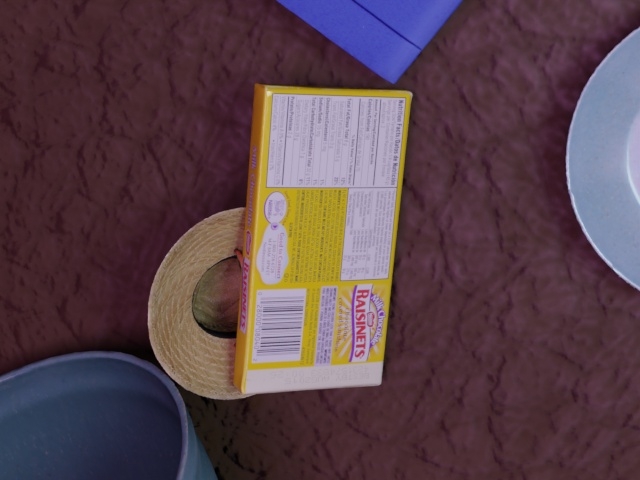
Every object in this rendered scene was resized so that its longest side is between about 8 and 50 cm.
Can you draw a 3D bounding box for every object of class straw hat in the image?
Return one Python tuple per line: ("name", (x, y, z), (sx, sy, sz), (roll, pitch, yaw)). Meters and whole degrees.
("straw hat", (-0.062, 0.035, 0.814), (0.144, 0.061, 0.144), (-9, 109, -27))

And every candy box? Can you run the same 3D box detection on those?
("candy box", (0.000, 0.000, 0.783), (0.105, 0.027, 0.206), (-1, 105, -26))

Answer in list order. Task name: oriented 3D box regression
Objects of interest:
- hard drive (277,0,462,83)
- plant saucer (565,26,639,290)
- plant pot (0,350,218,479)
("hard drive", (0.058, -0.275, 0.686), (0.210, 0.040, 0.319), (34, 114, -13))
("plant saucer", (0.250, -0.052, 0.724), (0.195, 0.037, 0.195), (3, 103, 14))
("plant pot", (-0.178, 0.248, 0.804), (0.293, 0.293, 0.196), (-16, 124, 18))
